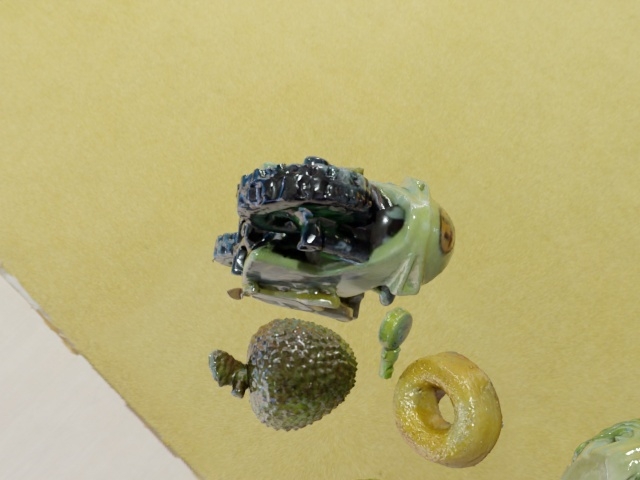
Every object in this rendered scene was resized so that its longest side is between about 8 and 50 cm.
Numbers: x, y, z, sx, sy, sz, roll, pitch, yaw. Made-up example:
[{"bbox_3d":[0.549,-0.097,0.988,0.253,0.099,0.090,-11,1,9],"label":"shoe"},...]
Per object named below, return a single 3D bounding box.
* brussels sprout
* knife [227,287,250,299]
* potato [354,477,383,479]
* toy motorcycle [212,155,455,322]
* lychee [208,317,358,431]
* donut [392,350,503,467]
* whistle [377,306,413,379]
[{"bbox_3d":[0.656,0.509,1.193,0.354,0.289,0.282,14,37,-18],"label":"brussels sprout"},{"bbox_3d":[-0.229,0.151,1.697,0.018,0.247,0.036,13,88,11],"label":"knife"},{"bbox_3d":[0.127,0.548,1.072,0.148,0.186,0.253,-28,90,-28],"label":"potato"},{"bbox_3d":[0.000,0.000,0.701,0.236,0.410,0.169,12,77,-13],"label":"toy motorcycle"},{"bbox_3d":[-0.072,0.305,1.384,0.319,0.270,0.270,-29,75,-20],"label":"lychee"},{"bbox_3d":[0.287,0.397,1.412,0.277,0.108,0.278,-16,66,40],"label":"donut"},{"bbox_3d":[0.170,0.250,1.451,0.057,0.198,0.104,29,34,32],"label":"whistle"}]
